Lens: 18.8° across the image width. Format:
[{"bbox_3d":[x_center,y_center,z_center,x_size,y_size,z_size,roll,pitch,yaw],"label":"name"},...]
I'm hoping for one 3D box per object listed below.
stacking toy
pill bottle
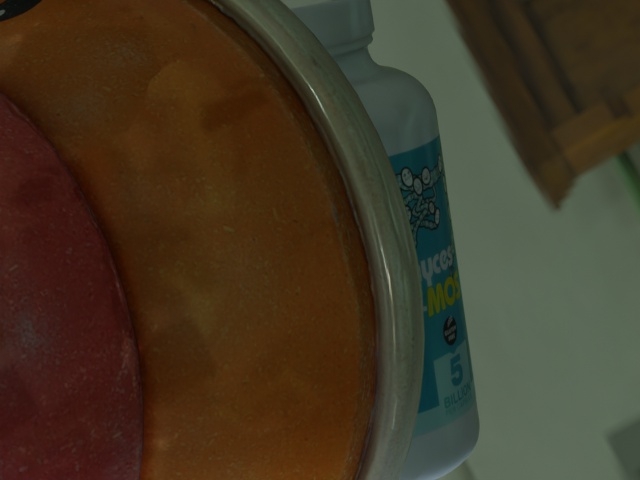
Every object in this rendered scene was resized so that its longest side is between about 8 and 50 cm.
[{"bbox_3d":[-0.218,0.059,0.826,0.480,0.350,0.350,-16,-107,-46],"label":"stacking toy"},{"bbox_3d":[0.000,0.000,1.057,0.146,0.146,0.264,-63,-36,-75],"label":"pill bottle"}]
